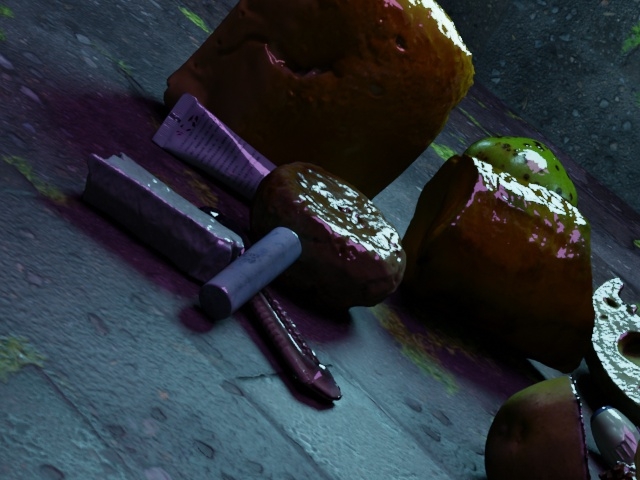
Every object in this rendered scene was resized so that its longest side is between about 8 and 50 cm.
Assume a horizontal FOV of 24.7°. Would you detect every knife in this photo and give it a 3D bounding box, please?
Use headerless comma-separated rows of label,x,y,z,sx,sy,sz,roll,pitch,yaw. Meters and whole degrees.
knife,-0.066,0.063,1.751,0.089,0.043,0.365,15,27,-41

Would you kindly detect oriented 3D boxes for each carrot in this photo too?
carrot,0.271,0.025,2.158,0.341,0.241,0.241,26,20,-24

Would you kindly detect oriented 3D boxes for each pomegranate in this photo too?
pomegranate,0.323,-0.083,2.603,0.231,0.231,0.286,29,1,-20

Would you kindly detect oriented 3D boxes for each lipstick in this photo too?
lipstick,-0.080,0.037,1.696,0.048,0.048,0.158,39,39,9

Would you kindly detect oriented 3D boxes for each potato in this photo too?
potato,0.251,0.257,1.713,0.117,0.182,0.202,-2,41,2

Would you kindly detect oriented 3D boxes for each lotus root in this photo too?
lotus root,0.497,0.218,2.278,0.314,0.142,0.210,54,-13,56

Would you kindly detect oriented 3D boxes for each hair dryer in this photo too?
hair dryer,0.463,0.333,2.065,0.199,0.067,0.167,40,20,-42

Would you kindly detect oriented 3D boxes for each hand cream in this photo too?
hand cream,-0.078,-0.079,2.050,0.331,0.085,0.058,36,-8,-10

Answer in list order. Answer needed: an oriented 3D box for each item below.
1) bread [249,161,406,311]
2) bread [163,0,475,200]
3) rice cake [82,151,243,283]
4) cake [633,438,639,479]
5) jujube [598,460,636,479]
bread,0.000,0.000,1.908,0.230,0.123,0.230,34,22,-16
bread,0.020,-0.222,2.133,0.361,0.394,0.250,28,34,-33
rice cake,-0.189,-0.027,1.717,0.206,0.069,0.063,33,20,1
cake,0.489,0.358,1.578,0.332,0.332,0.321,30,50,-18
jujube,0.417,0.335,1.854,0.104,0.104,0.166,32,17,-13
